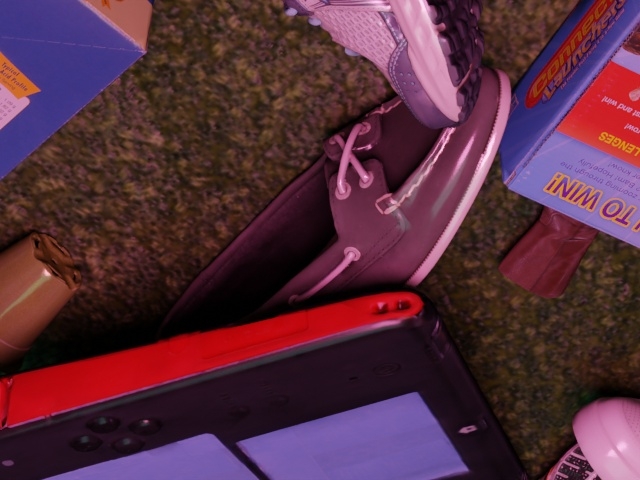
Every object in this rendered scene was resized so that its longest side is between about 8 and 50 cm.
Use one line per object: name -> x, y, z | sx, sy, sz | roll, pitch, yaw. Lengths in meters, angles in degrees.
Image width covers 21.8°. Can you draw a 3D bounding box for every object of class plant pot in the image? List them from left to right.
plant pot -> -0.211, 0.037, 1.160 | 0.079, 0.083, 0.083 | -39, 121, 15

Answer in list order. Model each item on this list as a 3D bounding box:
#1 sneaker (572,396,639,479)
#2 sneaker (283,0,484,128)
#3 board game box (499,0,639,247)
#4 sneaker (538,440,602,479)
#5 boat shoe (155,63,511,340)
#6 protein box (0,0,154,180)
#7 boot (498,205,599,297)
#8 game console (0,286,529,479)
sneaker -> 0.335, 0.152, 1.236 | 0.292, 0.108, 0.169 | 27, 125, -32
sneaker -> -0.003, -0.179, 0.954 | 0.122, 0.110, 0.283 | -21, 114, 26
board game box -> 0.318, -0.103, 1.022 | 0.308, 0.086, 0.302 | 23, 127, -18
sneaker -> 0.189, 0.189, 1.304 | 0.040, 0.044, 0.109 | 33, 102, -16
boat shoe -> 0.000, 0.000, 1.099 | 0.095, 0.112, 0.335 | 21, 131, -22
protein box -> -0.231, -0.147, 0.958 | 0.201, 0.136, 0.200 | -37, 121, 28
boot -> 0.145, -0.011, 1.139 | 0.106, 0.037, 0.114 | 22, 132, -14
game console -> -0.045, 0.161, 1.186 | 0.342, 0.060, 0.386 | -12, 152, 12
